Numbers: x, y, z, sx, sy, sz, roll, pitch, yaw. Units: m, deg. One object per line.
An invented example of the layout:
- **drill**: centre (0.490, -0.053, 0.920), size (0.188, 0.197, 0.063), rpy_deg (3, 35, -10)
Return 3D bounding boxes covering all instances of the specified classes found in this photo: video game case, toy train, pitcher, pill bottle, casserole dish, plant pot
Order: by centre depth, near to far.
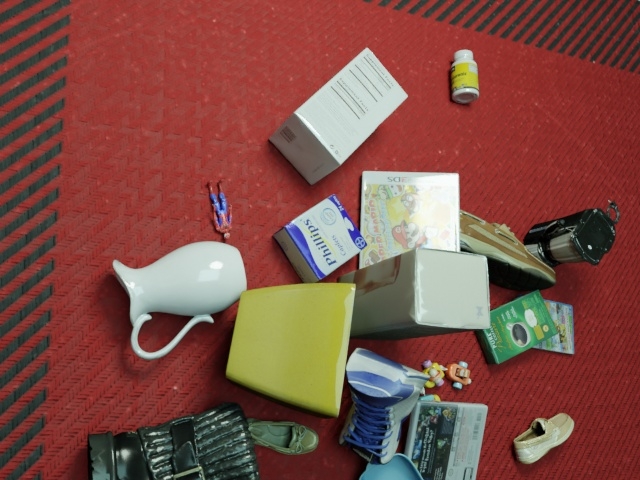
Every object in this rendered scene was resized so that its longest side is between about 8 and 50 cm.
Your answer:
- **pitcher**: centre (-0.231, 0.098, 1.020), size (0.207, 0.125, 0.178), rpy_deg (-11, 85, -18)
- **plant pot**: centre (-0.056, 0.184, 1.036), size (0.187, 0.212, 0.212), rpy_deg (9, 72, -1)
- **casserole dish**: centre (0.147, 0.484, 1.131), size (0.114, 0.037, 0.189), rpy_deg (-31, 93, -3)
- **video game case**: centre (0.245, 0.417, 1.193), size (0.173, 0.022, 0.191), rpy_deg (10, 90, -24)
- **toy train**: centre (0.258, 0.315, 1.240), size (0.125, 0.046, 0.166), rpy_deg (32, 65, -15)
- **video game case**: centre (0.187, -0.035, 1.254), size (0.206, 0.026, 0.227), rpy_deg (2, 75, 4)
- **video game case**: centre (0.534, 0.200, 1.422), size (0.166, 0.015, 0.119), rpy_deg (12, 71, -23)
- **pill bottle**: centre (0.349, -0.399, 1.455), size (0.065, 0.065, 0.117), rpy_deg (8, 73, -24)

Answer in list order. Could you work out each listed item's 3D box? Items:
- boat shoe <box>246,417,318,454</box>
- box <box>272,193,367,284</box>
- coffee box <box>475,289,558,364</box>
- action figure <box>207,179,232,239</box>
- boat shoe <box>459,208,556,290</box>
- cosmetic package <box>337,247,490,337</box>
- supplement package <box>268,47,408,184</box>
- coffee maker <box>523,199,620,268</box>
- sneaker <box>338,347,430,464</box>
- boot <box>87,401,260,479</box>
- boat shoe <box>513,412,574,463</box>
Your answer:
- **boat shoe**: centre (-0.069, 0.350, 1.071), size (0.152, 0.048, 0.056), rpy_deg (22, 69, -20)
- **box**: centre (0.000, 0.000, 1.180), size (0.137, 0.072, 0.126), rpy_deg (-35, 93, -28)
- **coffee box**: centre (0.436, 0.194, 1.348), size (0.184, 0.040, 0.113), rpy_deg (-21, 84, -22)
- **action figure**: centre (-0.187, -0.057, 1.130), size (0.038, 0.030, 0.115), rpy_deg (-9, 83, -32)
- **boat shoe**: centre (0.395, 0.016, 1.343), size (0.323, 0.122, 0.120), rpy_deg (23, 65, -20)
- **cosmetic package**: centre (0.156, 0.109, 1.100), size (0.153, 0.296, 0.129), rpy_deg (8, 75, -24)
- **supplement package**: centre (0.038, -0.253, 1.226), size (0.134, 0.139, 0.244), rpy_deg (47, 61, -9)
- **coffee maker**: centre (0.585, -0.001, 1.404), size (0.171, 0.178, 0.120), rpy_deg (-21, 89, -26)
- **sneaker**: centre (0.107, 0.304, 1.056), size (0.127, 0.315, 0.182), rpy_deg (19, 78, 18)
- **boot**: centre (-0.216, 0.442, 0.930), size (0.260, 0.131, 0.348), rpy_deg (-2, 77, -26)
- **boat shoe**: centre (0.490, 0.422, 1.316), size (0.170, 0.063, 0.059), rpy_deg (-26, 95, -28)
